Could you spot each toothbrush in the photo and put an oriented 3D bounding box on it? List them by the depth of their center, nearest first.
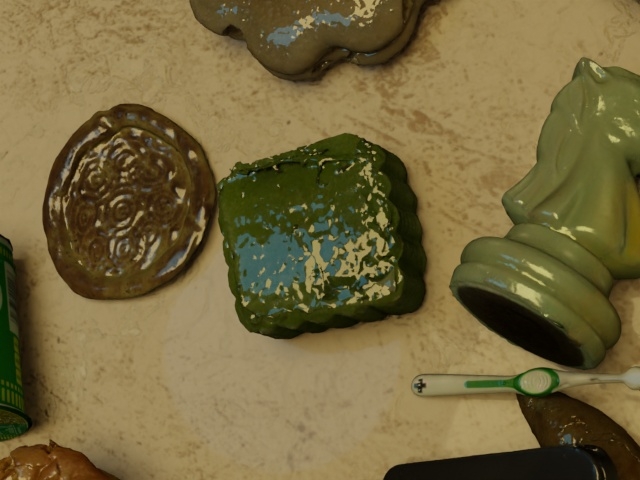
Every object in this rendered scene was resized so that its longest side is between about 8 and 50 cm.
[{"bbox_3d":[0.206,0.138,1.107,0.303,0.030,0.030,-8,73,43],"label":"toothbrush"}]

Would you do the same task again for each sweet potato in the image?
[{"bbox_3d":[0.269,0.262,1.070,0.124,0.098,0.310,-21,67,25],"label":"sweet potato"}]

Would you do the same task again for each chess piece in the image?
[{"bbox_3d":[0.269,-0.034,1.126,0.175,0.176,0.298,25,75,26],"label":"chess piece"}]

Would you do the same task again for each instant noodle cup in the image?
[{"bbox_3d":[-0.444,0.110,1.361,0.207,0.207,0.233,-12,65,20],"label":"instant noodle cup"}]

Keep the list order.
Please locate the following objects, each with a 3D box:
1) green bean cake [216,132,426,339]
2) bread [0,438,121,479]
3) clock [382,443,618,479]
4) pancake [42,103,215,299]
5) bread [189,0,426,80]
[{"bbox_3d":[0.000,0.000,1.234,0.214,0.113,0.201,-17,71,18],"label":"green bean cake"},{"bbox_3d":[-0.252,0.335,1.243,0.147,0.160,0.261,-34,63,3],"label":"bread"},{"bbox_3d":[0.163,0.338,1.063,0.278,0.049,0.274,-19,69,44],"label":"clock"},{"bbox_3d":[-0.242,-0.043,1.392,0.250,0.031,0.250,-5,77,21],"label":"pancake"},{"bbox_3d":[0.006,-0.285,1.307,0.337,0.102,0.183,-11,73,21],"label":"bread"}]
